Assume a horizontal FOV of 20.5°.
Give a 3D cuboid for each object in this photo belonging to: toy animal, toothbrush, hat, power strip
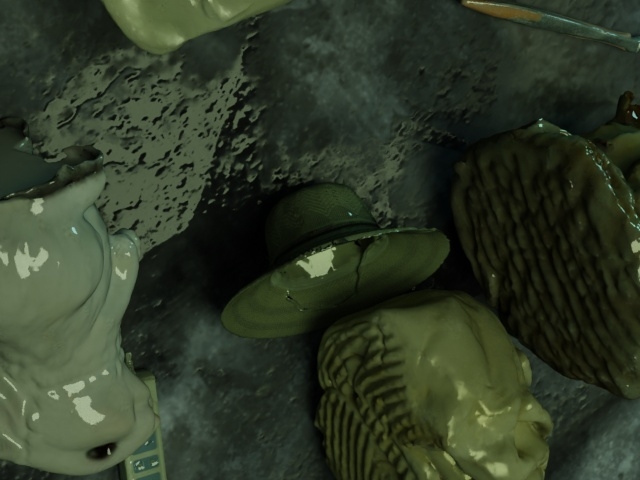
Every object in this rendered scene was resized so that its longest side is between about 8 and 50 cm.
[{"bbox_3d":[-0.278,0.078,1.675,0.258,0.194,0.357,-22,122,-27],"label":"toy animal"},{"bbox_3d":[0.311,-0.227,1.949,0.375,0.028,0.037,10,108,-29],"label":"toothbrush"},{"bbox_3d":[0.000,0.000,1.811,0.252,0.252,0.110,-12,68,-23],"label":"hat"},{"bbox_3d":[-0.189,0.203,1.835,0.047,0.030,0.191,-14,112,-23],"label":"power strip"}]

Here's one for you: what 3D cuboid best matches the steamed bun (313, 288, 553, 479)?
[{"bbox_3d":[0.135,0.191,1.871,0.203,0.276,0.289,-22,90,-31],"label":"steamed bun"}]

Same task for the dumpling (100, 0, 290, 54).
[{"bbox_3d":[-0.081,-0.375,1.601,0.395,0.233,0.315,-45,123,-21],"label":"dumpling"}]

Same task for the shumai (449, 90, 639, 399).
[{"bbox_3d":[0.323,-0.006,1.853,0.262,0.267,0.314,-22,75,-32],"label":"shumai"}]

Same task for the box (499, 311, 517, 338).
[{"bbox_3d":[0.325,-0.028,2.009,0.311,0.043,0.173,-27,115,-16],"label":"box"}]
